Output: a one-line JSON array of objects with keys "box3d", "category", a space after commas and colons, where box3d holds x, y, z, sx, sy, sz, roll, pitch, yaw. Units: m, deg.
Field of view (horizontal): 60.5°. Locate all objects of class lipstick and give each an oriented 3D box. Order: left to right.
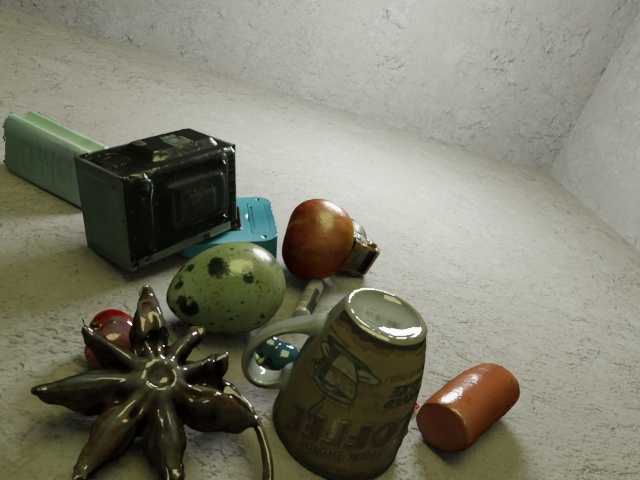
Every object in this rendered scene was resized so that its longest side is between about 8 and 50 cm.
[{"box3d": [-0.026, 0.134, 1.223, 0.040, 0.040, 0.141, 22, 26, 3], "category": "lipstick"}]

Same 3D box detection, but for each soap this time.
[{"box3d": [-0.620, -0.192, 1.297, 0.261, 0.150, 0.094, 25, 23, 11], "category": "soap"}]

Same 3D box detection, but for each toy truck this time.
[{"box3d": [0.077, -0.006, 1.492, 0.140, 0.108, 0.256, 22, 20, -29], "category": "toy truck"}]

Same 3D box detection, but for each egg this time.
[{"box3d": [-0.178, 0.092, 1.047, 0.228, 0.177, 0.177, -7, 36, -25], "category": "egg"}]

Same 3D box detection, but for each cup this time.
[{"box3d": [0.025, 0.200, 0.899, 0.301, 0.257, 0.227, 19, 24, 2], "category": "cup"}]

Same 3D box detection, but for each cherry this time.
[{"box3d": [-0.330, 0.170, 0.894, 0.126, 0.087, 0.106, 38, 25, -6], "category": "cherry"}]

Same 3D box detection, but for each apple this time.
[{"box3d": [0.000, 0.000, 1.303, 0.162, 0.201, 0.201, 12, 25, 10], "category": "apple"}]

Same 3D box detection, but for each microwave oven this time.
[{"box3d": [-0.334, -0.096, 1.178, 0.181, 0.237, 0.295, 24, 34, 31], "category": "microwave oven"}]

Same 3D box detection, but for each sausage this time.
[{"box3d": [0.291, 0.306, 1.047, 0.113, 0.113, 0.259, 37, 31, 30], "category": "sausage"}]

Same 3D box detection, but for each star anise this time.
[{"box3d": [-0.238, 0.238, 0.793, 0.316, 0.139, 0.359, -1, 58, -18], "category": "star anise"}]

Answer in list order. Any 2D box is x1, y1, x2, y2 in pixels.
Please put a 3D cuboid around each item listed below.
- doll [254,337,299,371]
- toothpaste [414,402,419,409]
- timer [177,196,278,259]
[{"box3d": [-0.082, 0.214, 1.027, 0.083, 0.050, 0.076, 29, 32, 12], "category": "doll"}, {"box3d": [0.108, 0.266, 1.072, 0.071, 0.045, 0.193, -12, 47, -47], "category": "toothpaste"}, {"box3d": [-0.239, -0.021, 1.361, 0.250, 0.091, 0.232, 0, 32, -12], "category": "timer"}]
